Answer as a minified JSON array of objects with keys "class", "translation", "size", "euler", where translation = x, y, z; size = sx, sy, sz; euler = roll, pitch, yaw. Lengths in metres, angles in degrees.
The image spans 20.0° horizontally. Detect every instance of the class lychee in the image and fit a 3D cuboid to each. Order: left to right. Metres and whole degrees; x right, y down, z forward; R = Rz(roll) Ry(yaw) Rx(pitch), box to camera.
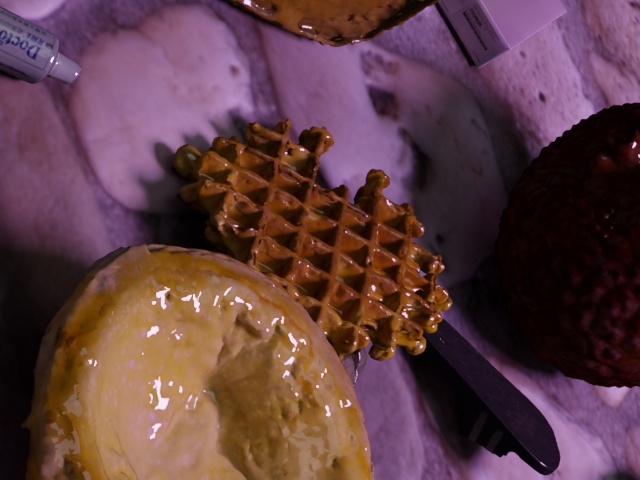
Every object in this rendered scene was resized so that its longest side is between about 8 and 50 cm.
[{"class":"lychee","translation":[0.289,0.006,1.662],"size":[0.260,0.260,0.261],"euler":[23,55,-36]}]

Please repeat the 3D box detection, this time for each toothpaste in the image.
[{"class":"toothpaste","translation":[-0.272,-0.168,1.337],"size":[0.218,0.041,0.064],"euler":[26,58,-30]}]

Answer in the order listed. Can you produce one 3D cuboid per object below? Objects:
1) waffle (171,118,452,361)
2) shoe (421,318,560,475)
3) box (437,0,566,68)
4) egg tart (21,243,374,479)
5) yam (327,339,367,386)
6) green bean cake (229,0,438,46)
[{"class":"waffle","translation":[0.000,0.000,1.474],"size":[0.228,0.051,0.232],"euler":[-3,55,-47]},{"class":"shoe","translation":[0.134,0.141,1.583],"size":[0.179,0.049,0.071],"euler":[46,28,8]},{"class":"box","translation":[0.169,-0.256,1.819],"size":[0.129,0.051,0.130],"euler":[-36,97,-48]},{"class":"egg tart","translation":[-0.095,0.153,1.274],"size":[0.315,0.120,0.315],"euler":[25,51,-35]},{"class":"yam","translation":[-0.006,0.121,1.442],"size":[0.054,0.054,0.132],"euler":[49,43,-15]},{"class":"green bean cake","translation":[0.021,-0.287,1.555],"size":[0.224,0.229,0.131],"euler":[24,48,-39]}]
